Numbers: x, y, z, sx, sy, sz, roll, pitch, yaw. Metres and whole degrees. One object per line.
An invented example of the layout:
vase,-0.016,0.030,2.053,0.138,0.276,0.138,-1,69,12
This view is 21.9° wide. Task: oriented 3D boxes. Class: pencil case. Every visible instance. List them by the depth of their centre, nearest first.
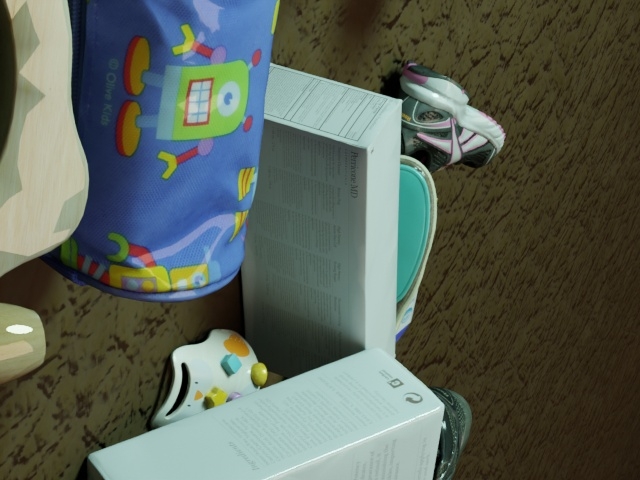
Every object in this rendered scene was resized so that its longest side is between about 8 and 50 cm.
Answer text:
pencil case,-0.081,-0.120,0.773,0.133,0.119,0.306,-20,129,-42

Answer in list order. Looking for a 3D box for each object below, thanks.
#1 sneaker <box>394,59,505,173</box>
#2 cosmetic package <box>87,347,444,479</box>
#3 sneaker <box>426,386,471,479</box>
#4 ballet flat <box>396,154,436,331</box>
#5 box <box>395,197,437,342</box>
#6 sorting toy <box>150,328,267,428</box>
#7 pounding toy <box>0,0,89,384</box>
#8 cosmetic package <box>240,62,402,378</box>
sneaker,0.089,-0.085,1.347,0.077,0.072,0.178,-59,152,0
cosmetic package,-0.036,0.165,1.071,0.231,0.085,0.117,-16,128,-33
sneaker,0.077,0.246,1.563,0.130,0.087,0.228,27,80,-68
ballet flat,0.028,0.050,1.290,0.086,0.086,0.248,-4,112,-69
box,0.062,0.032,1.415,0.081,0.028,0.136,-33,140,-59
sorting toy,-0.080,0.101,1.101,0.075,0.045,0.083,14,95,-51
pounding toy,-0.191,-0.051,0.625,0.154,0.155,0.270,-18,119,-31
cosmetic package,0.000,0.000,1.121,0.060,0.099,0.239,-53,154,-40
